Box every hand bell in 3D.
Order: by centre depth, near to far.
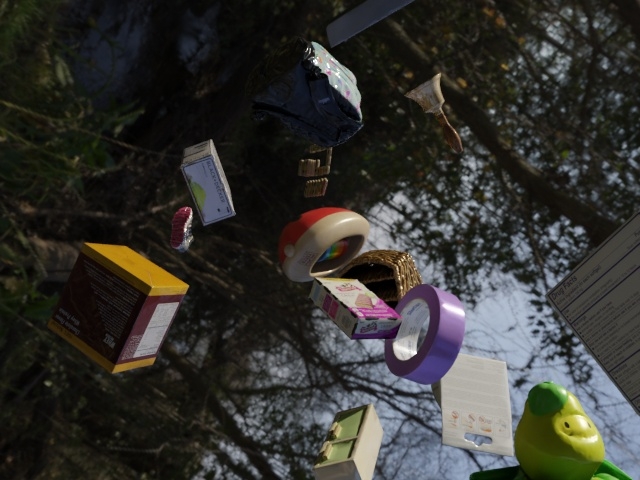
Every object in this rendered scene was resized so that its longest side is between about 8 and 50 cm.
[{"bbox_3d":[0.370,-0.375,1.814,0.126,0.242,0.126,-31,-172,5],"label":"hand bell"}]

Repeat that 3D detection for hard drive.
[{"bbox_3d":[0.126,-0.521,1.319,0.254,0.054,0.172,-26,-159,14],"label":"hard drive"}]

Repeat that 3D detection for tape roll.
[{"bbox_3d":[0.292,0.266,1.689,0.275,0.090,0.275,-54,-157,37],"label":"tape roll"}]

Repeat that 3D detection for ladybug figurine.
[{"bbox_3d":[0.000,0.000,2.050,0.305,0.162,0.449,-50,159,21],"label":"ladybug figurine"}]

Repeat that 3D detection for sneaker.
[{"bbox_3d":[-0.449,-0.030,1.942,0.075,0.063,0.170,73,14,-54],"label":"sneaker"}]

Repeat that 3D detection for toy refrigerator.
[{"bbox_3d":[0.070,0.486,1.388,0.102,0.094,0.269,-19,-174,17],"label":"toy refrigerator"}]

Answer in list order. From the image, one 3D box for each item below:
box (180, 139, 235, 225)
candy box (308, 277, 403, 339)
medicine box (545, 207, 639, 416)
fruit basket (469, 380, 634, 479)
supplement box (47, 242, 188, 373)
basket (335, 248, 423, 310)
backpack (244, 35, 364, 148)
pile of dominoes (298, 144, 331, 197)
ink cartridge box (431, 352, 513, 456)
[{"bbox_3d":[-0.302,-0.163,1.583,0.087,0.169,0.290,-20,-159,-5],"label":"box"},{"bbox_3d":[0.094,0.185,1.637,0.233,0.159,0.071,37,-64,50],"label":"candy box"},{"bbox_3d":[0.626,0.127,1.097,0.149,0.289,0.263,-1,139,-38],"label":"medicine box"},{"bbox_3d":[0.506,0.495,1.199,0.392,0.392,0.283,-55,-157,1],"label":"fruit basket"},{"bbox_3d":[-0.416,0.135,1.217,0.194,0.191,0.129,-64,160,6],"label":"supplement box"},{"bbox_3d":[0.185,0.168,2.128,0.299,0.213,0.223,-12,-160,40],"label":"basket"},{"bbox_3d":[-0.010,-0.230,0.936,0.152,0.182,0.115,-21,-125,39],"label":"backpack"},{"bbox_3d":[-0.026,-0.255,2.115,0.251,0.040,0.196,-170,-93,-71],"label":"pile of dominoes"},{"bbox_3d":[0.596,0.645,2.342,0.091,0.308,0.385,120,-20,-55],"label":"ink cartridge box"}]
